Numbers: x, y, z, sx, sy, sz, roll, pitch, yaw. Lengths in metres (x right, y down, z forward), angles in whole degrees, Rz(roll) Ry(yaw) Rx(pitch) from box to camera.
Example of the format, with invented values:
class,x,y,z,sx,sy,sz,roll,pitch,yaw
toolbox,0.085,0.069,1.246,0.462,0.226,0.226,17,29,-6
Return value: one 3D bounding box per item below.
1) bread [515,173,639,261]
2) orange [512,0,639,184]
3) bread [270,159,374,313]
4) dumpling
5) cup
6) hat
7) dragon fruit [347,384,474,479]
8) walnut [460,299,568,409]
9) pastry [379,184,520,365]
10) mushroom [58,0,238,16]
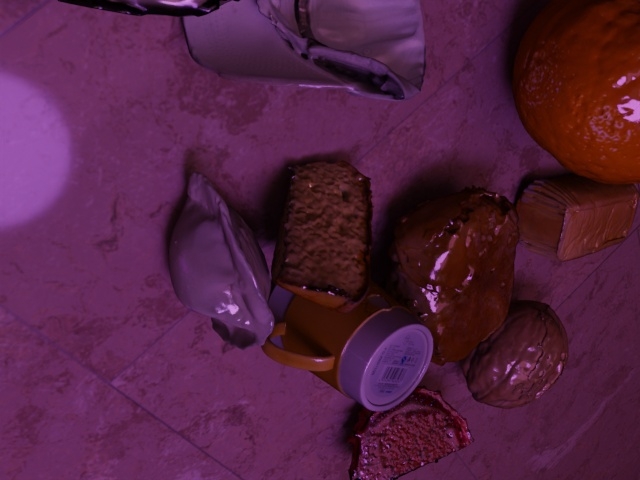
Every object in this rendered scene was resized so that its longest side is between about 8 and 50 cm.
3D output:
class,x,y,z,sx,sy,sz,roll,pitch,yaw
bread,0.521,-0.056,1.215,0.288,0.119,0.152,-12,119,-32
orange,0.462,-0.242,0.941,0.340,0.340,0.293,4,139,-35
bread,-0.002,0.010,0.849,0.129,0.260,0.134,11,135,-7
dumpling,-0.121,0.037,0.791,0.131,0.179,0.252,-14,122,-27
cup,0.023,0.145,0.915,0.241,0.226,0.185,-11,120,-38
hat,-0.015,-0.276,0.727,0.301,0.168,0.258,-5,92,-1
dragon fruit,0.148,0.384,1.188,0.261,0.163,0.189,-17,151,-22
walnut,0.396,0.231,1.241,0.198,0.198,0.245,31,97,-40
pastry,0.215,0.053,1.038,0.255,0.162,0.311,-11,117,-31
mushroom,-0.188,-0.334,0.559,0.344,0.130,0.247,-5,104,-15
